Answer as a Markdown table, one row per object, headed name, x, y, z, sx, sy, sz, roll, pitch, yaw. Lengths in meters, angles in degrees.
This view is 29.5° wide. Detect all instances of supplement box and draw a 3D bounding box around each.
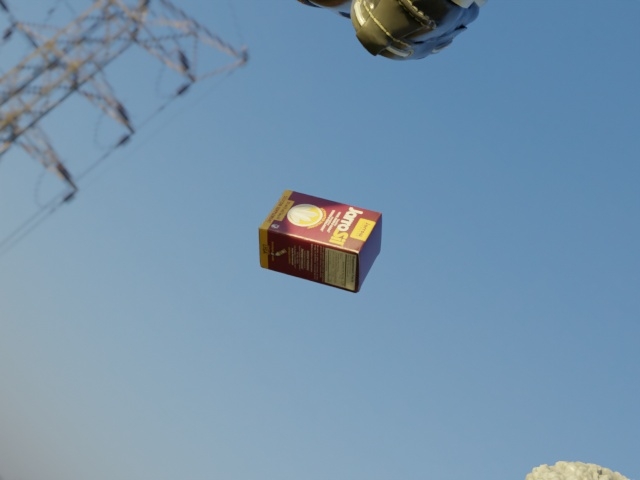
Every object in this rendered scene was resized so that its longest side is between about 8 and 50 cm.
| name | x | y | z | sx | sy | sz | roll | pitch | yaw |
| --- | --- | --- | --- | --- | --- | --- | --- | --- | --- |
| supplement box | 0.000 | 0.000 | 0.944 | 0.083 | 0.055 | 0.043 | 14 | -49 | 16 |

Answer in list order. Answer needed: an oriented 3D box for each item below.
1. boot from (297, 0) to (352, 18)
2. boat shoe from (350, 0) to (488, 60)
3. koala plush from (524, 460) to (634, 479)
| name | x | y | z | sx | sy | sz | roll | pitch | yaw |
| --- | --- | --- | --- | --- | --- | --- | --- | --- | --- |
| boot | 0.082 | -0.274 | 1.287 | 0.206 | 0.248 | 0.090 | 14 | -72 | 44 |
| boat shoe | 0.067 | -0.171 | 0.872 | 0.084 | 0.079 | 0.233 | 38 | 16 | 0 |
| koala plush | 0.177 | 0.269 | 0.646 | 0.203 | 0.221 | 0.196 | 15 | -57 | 5 |
